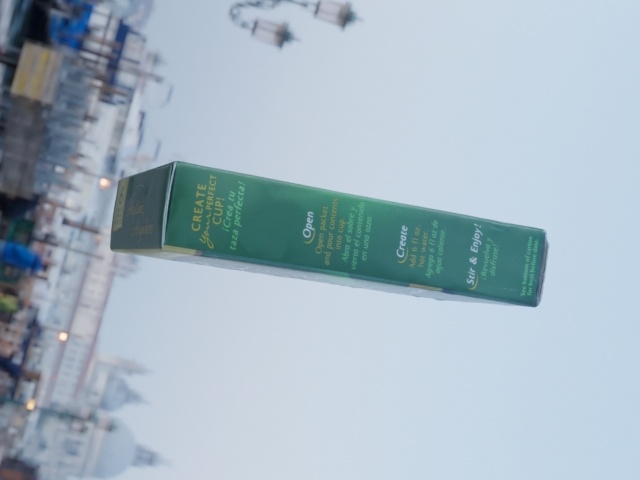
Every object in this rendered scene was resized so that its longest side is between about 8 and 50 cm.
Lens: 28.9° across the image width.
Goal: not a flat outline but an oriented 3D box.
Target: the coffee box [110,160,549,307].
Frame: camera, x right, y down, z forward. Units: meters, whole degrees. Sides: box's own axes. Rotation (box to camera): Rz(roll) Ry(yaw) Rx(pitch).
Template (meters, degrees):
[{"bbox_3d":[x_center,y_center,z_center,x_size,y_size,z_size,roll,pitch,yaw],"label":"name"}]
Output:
[{"bbox_3d":[0.000,0.000,0.591,0.113,0.184,0.041,180,-81,-68],"label":"coffee box"}]
